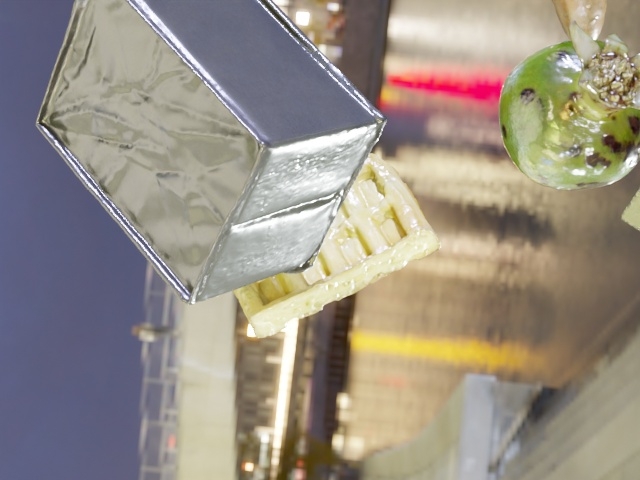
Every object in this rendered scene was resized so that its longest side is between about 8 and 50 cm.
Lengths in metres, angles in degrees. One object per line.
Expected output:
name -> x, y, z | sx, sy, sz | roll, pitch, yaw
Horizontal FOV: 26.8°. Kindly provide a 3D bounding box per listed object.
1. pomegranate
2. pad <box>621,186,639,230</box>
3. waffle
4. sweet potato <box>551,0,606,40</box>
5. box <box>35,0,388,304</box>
pomegranate -> 0.236, -0.124, 1.194 | 0.169, 0.148, 0.149 | 124, 157, -53
pad -> 0.529, -0.079, 1.854 | 0.211, 0.143, 0.003 | -59, -7, 20
waffle -> 0.000, 0.000, 1.733 | 0.168, 0.274, 0.057 | 62, 176, 38
sweet potato -> 0.264, -0.370, 1.411 | 0.114, 0.092, 0.342 | -7, 104, 56
box -> -0.137, -0.145, 1.571 | 0.204, 0.345, 0.251 | -18, -33, -45
